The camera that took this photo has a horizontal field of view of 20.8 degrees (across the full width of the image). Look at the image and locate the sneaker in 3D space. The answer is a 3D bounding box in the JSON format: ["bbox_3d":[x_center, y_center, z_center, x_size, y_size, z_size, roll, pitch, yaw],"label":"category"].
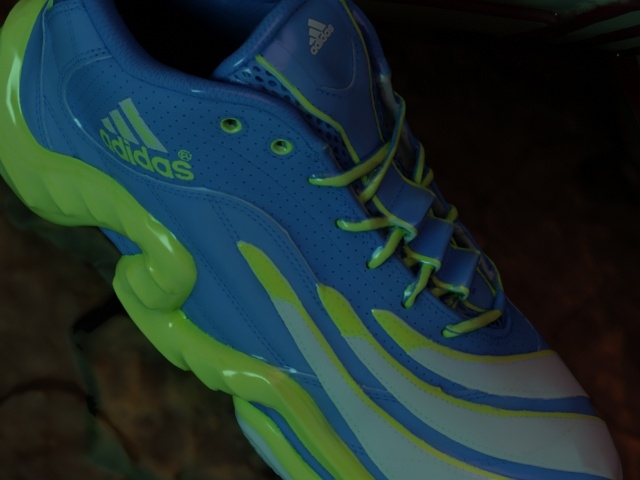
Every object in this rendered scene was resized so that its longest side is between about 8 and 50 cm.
[{"bbox_3d":[0.000,0.000,0.507,0.240,0.126,0.091,36,60,3],"label":"sneaker"}]

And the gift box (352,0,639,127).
[{"bbox_3d":[0.111,-0.161,0.539,0.255,0.258,0.276,10,88,-20],"label":"gift box"}]
